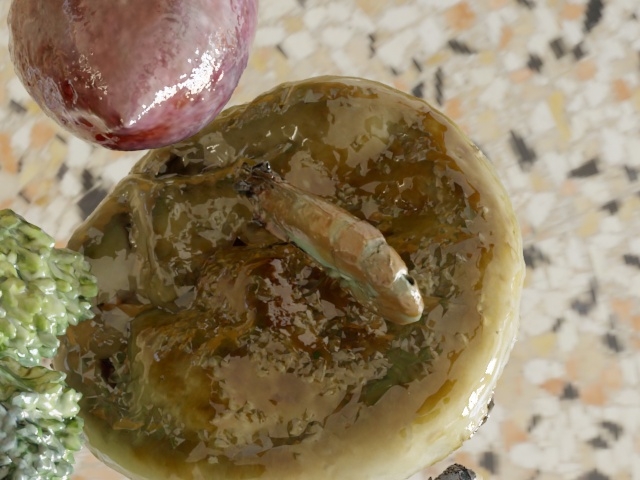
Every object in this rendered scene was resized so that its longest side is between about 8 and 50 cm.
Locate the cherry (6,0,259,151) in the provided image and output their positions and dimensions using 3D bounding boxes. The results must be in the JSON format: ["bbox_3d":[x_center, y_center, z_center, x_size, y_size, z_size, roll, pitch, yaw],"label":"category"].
[{"bbox_3d":[-0.135,-0.152,1.308,0.192,0.249,0.175,-20,125,9],"label":"cherry"}]

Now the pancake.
[{"bbox_3d":[-0.033,0.032,1.378,0.387,0.082,0.387,-9,56,14],"label":"pancake"}]

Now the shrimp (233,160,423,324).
[{"bbox_3d":[0.000,0.000,1.274,0.184,0.091,0.043,39,70,23],"label":"shrimp"}]

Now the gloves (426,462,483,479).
[{"bbox_3d":[0.080,0.227,1.416,0.106,0.129,0.180,41,39,-9],"label":"gloves"}]

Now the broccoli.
[{"bbox_3d":[-0.256,0.096,1.248,0.302,0.375,0.249,26,95,-41],"label":"broccoli"}]
